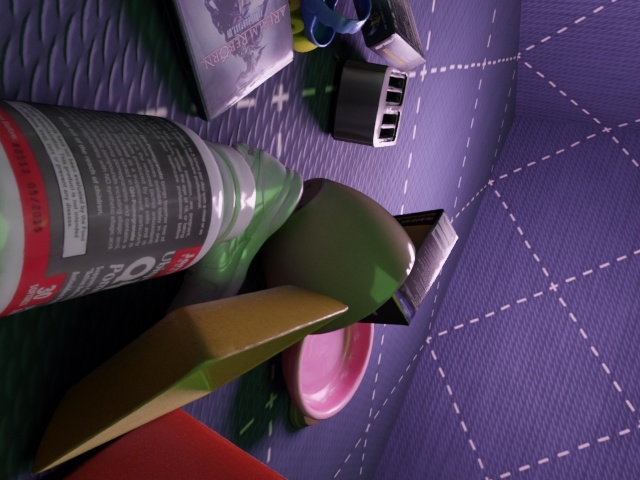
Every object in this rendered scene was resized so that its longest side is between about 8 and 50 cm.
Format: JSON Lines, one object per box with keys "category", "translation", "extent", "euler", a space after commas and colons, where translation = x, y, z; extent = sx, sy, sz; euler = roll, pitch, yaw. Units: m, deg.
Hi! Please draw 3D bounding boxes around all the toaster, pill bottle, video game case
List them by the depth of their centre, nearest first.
{"category": "pill bottle", "translation": [-0.212, -0.041, 0.477], "extent": [0.318, 0.176, 0.176], "euler": [-16, 120, -59]}
{"category": "video game case", "translation": [-0.114, -0.316, 0.605], "extent": [0.196, 0.026, 0.274], "euler": [-47, 151, -28]}
{"category": "toaster", "translation": [0.104, -0.290, 0.999], "extent": [0.186, 0.110, 0.168], "euler": [-22, 124, -57]}

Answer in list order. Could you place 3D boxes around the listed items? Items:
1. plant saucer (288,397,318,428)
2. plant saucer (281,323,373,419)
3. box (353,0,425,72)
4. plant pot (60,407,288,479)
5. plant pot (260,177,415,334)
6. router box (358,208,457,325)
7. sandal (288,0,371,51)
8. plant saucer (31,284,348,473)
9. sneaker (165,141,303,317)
{"category": "plant saucer", "translation": [0.004, 0.396, 1.321], "extent": [0.278, 0.041, 0.278], "euler": [-41, 141, -45]}
{"category": "plant saucer", "translation": [0.016, 0.262, 1.160], "extent": [0.332, 0.084, 0.332], "euler": [-19, 114, -51]}
{"category": "box", "translation": [0.111, -0.443, 0.860], "extent": [0.183, 0.056, 0.231], "euler": [-10, 84, -62]}
{"category": "plant pot", "translation": [-0.236, 0.423, 0.638], "extent": [0.236, 0.267, 0.267], "euler": [14, 94, -60]}
{"category": "plant pot", "translation": [0.000, 0.000, 0.858], "extent": [0.191, 0.284, 0.284], "euler": [55, 52, -24]}
{"category": "router box", "translation": [0.092, 0.054, 0.976], "extent": [0.081, 0.309, 0.243], "euler": [56, 51, -24]}
{"category": "sandal", "translation": [-0.005, -0.423, 0.682], "extent": [0.126, 0.138, 0.317], "euler": [-57, 149, -22]}
{"category": "plant saucer", "translation": [-0.168, 0.161, 0.648], "extent": [0.333, 0.081, 0.333], "euler": [-35, 167, 24]}
{"category": "sneaker", "translation": [-0.160, -0.008, 0.712], "extent": [0.152, 0.114, 0.305], "euler": [36, 83, -28]}
